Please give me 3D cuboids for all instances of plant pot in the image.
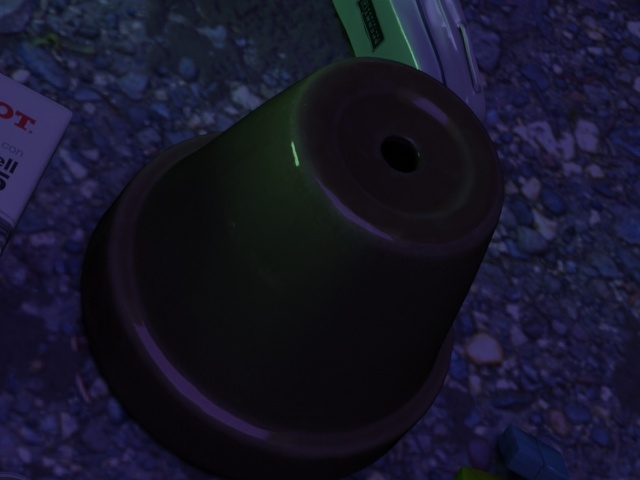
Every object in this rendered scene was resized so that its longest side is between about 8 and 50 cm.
[{"bbox_3d":[0.000,0.000,1.236,0.263,0.229,0.263,14,54,-20],"label":"plant pot"}]

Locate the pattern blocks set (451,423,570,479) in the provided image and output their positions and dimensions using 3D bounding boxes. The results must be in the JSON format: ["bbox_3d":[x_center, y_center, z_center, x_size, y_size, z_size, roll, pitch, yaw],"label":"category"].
[{"bbox_3d":[0.204,0.234,1.221,0.285,0.026,0.325,33,15,-3],"label":"pattern blocks set"}]

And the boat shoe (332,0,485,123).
[{"bbox_3d":[0.066,-0.198,1.502,0.084,0.095,0.258,-1,71,-34],"label":"boat shoe"}]

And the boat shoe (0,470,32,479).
[{"bbox_3d":[-0.239,0.231,1.037,0.109,0.094,0.302,42,49,1],"label":"boat shoe"}]

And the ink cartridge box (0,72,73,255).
[{"bbox_3d":[-0.299,-0.006,1.145,0.198,0.115,0.272,28,50,-10],"label":"ink cartridge box"}]
